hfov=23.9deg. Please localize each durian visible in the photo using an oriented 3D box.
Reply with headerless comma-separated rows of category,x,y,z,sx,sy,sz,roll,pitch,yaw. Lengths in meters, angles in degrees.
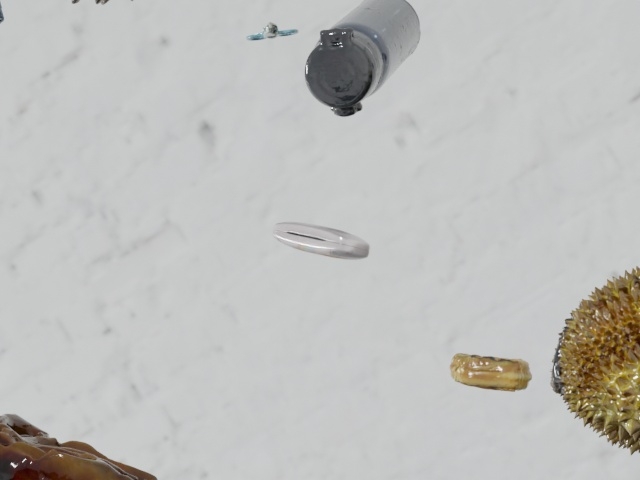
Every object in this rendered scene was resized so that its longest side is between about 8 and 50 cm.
durian,0.265,0.096,1.197,0.168,0.137,0.158,-15,38,11

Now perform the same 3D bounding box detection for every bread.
bread,0.226,0.173,2.001,0.111,0.044,0.083,6,1,17

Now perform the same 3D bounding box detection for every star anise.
star anise,-0.192,0.129,0.838,0.212,0.111,0.196,7,24,-12

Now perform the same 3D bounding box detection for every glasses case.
glasses case,0.000,0.000,1.089,0.083,0.021,0.032,12,-5,42

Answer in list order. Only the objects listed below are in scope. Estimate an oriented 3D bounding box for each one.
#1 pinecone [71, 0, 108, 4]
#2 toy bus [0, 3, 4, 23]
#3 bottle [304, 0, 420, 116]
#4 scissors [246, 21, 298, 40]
pinecone,-0.259,-0.356,1.648,0.184,0.204,0.179,-64,13,10
toy bus,-0.509,-0.383,2.195,0.047,0.166,0.065,-19,-6,40
bottle,0.040,-0.175,1.412,0.072,0.082,0.244,0,16,13
scissors,-0.054,-0.222,1.612,0.058,0.014,0.119,-8,3,2
